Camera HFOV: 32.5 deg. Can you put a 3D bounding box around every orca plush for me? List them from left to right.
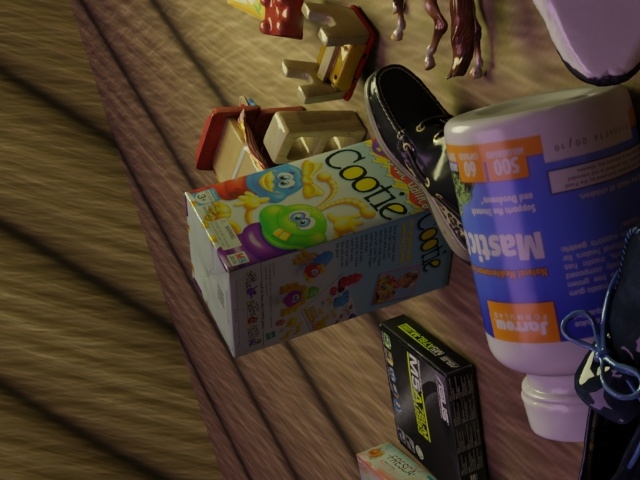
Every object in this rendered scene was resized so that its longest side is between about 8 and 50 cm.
[{"bbox_3d":[0.185,-0.249,0.798,0.287,0.151,0.102,68,-168,7],"label":"orca plush"}]

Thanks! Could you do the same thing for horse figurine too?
[{"bbox_3d":[0.098,-0.262,1.091,0.263,0.066,0.175,-124,19,-49],"label":"horse figurine"}]

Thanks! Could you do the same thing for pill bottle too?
[{"bbox_3d":[0.200,0.019,0.902,0.152,0.152,0.272,-167,63,-69],"label":"pill bottle"}]

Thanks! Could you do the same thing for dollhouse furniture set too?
[{"bbox_3d":[-0.026,-0.175,1.463,0.201,0.152,0.374,60,140,36],"label":"dollhouse furniture set"}]

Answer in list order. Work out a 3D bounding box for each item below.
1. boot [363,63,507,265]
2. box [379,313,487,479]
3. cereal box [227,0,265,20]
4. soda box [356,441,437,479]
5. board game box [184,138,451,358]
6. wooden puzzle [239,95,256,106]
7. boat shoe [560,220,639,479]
[{"bbox_3d":[0.140,-0.105,1.074,0.236,0.085,0.178,60,157,12],"label":"boot"},{"bbox_3d":[0.144,0.212,1.407,0.184,0.045,0.191,-140,36,-62],"label":"box"},{"bbox_3d":[-0.103,-0.440,1.543,0.173,0.047,0.240,-138,36,-57],"label":"cereal box"},{"bbox_3d":[0.117,0.354,1.587,0.183,0.058,0.063,-156,51,-67],"label":"soda box"},{"bbox_3d":[0.000,0.000,1.267,0.144,0.275,0.142,92,154,-44],"label":"board game box"},{"bbox_3d":[-0.124,-0.198,1.870,0.116,0.014,0.078,92,154,-44],"label":"wooden puzzle"},{"bbox_3d":[0.228,0.109,0.792,0.109,0.089,0.258,-116,19,-67],"label":"boat shoe"}]
